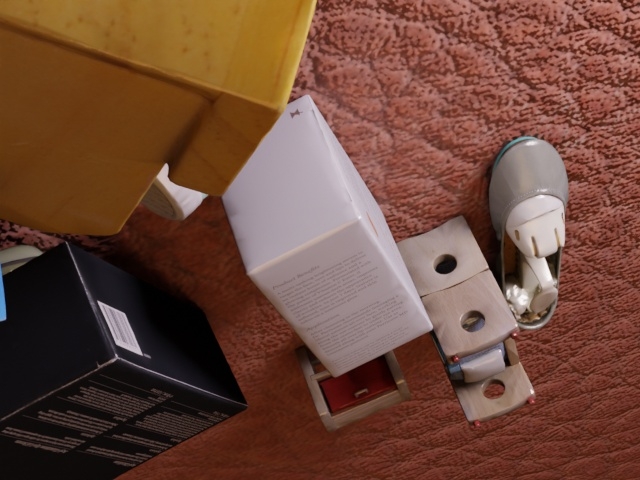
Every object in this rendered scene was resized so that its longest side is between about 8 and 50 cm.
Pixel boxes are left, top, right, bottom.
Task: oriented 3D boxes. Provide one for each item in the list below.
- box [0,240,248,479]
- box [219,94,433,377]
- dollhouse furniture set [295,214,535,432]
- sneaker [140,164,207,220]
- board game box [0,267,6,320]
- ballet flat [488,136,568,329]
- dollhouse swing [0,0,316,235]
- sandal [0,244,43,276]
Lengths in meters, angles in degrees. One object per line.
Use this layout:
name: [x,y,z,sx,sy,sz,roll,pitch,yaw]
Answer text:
box: [-0.193,0.111,1.028,0.184,0.103,0.261,-31,159,7]
box: [0.000,0.000,1.021,0.091,0.130,0.170,-27,141,7]
dollhouse furniture set: [0.073,0.096,1.172,0.183,0.129,0.129,-23,142,1]
sneaker: [-0.120,-0.152,0.838,0.151,0.094,0.256,-50,125,-20]
board game box: [-0.372,0.030,0.656,0.302,0.308,0.086,-27,116,-53]
ballet flat: [0.185,0.001,1.164,0.072,0.068,0.213,-17,142,-7]
dollhouse swing: [-0.187,-0.184,0.667,0.347,0.305,0.315,17,87,-13]
sandal: [-0.336,0.038,0.947,0.303,0.086,0.120,-11,159,-42]
